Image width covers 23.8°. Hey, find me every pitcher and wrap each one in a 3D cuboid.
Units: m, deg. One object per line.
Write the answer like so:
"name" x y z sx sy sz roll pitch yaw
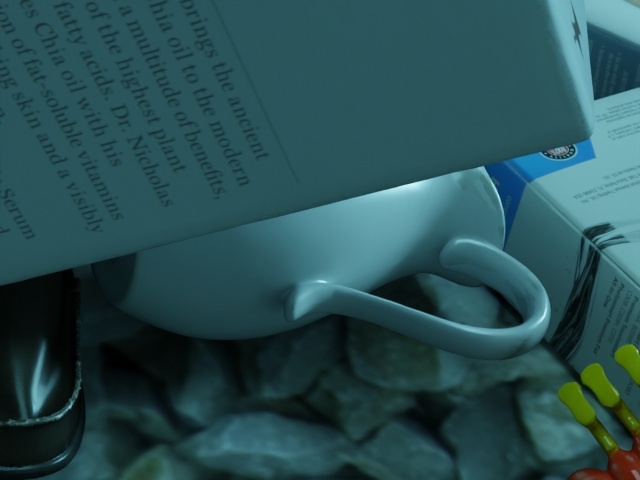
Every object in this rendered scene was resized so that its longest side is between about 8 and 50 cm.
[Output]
"pitcher" 0.000 0.000 0.762 0.207 0.125 0.178 -4 39 -26

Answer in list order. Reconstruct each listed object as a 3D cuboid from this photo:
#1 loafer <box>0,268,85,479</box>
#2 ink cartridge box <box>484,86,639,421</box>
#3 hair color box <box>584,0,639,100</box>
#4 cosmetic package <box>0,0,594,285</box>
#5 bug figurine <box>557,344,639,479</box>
"loafer" -0.157 0.019 0.733 0.080 0.078 0.220 -1 42 -16
"ink cartridge box" 0.191 0.015 0.825 0.148 0.086 0.203 -16 49 -31
"hair color box" 0.188 -0.181 0.986 0.374 0.113 0.185 28 67 16
"cosmetic package" -0.136 -0.119 0.637 0.453 0.230 0.161 -13 38 16
"bug figurine" 0.226 0.147 0.636 0.216 0.072 0.279 -32 51 6
